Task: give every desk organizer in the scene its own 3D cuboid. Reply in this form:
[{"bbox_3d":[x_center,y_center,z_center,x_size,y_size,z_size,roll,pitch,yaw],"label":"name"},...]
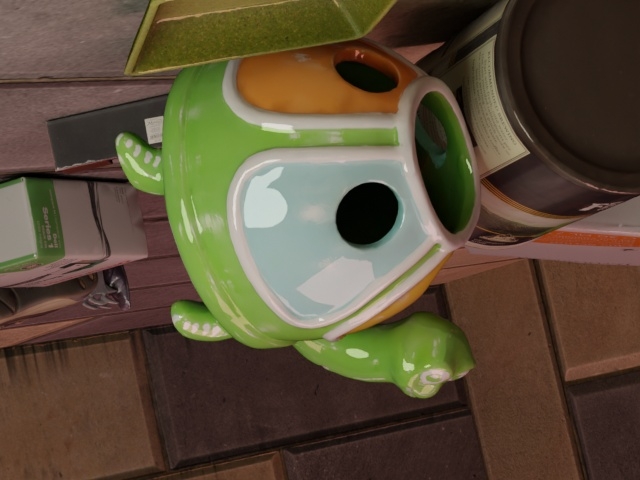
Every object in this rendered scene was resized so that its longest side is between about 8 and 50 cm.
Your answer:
[{"bbox_3d":[-0.179,-0.097,1.554,0.130,0.047,0.050,-12,176,1],"label":"desk organizer"}]

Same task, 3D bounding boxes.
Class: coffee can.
[{"bbox_3d":[0.193,-0.112,1.440,0.202,0.201,0.275,-10,174,-18],"label":"coffee can"}]

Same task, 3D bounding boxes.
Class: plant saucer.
[{"bbox_3d":[-0.040,-0.171,1.176,0.188,0.045,0.188,-11,173,-14],"label":"plant saucer"}]

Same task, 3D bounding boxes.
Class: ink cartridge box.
[{"bbox_3d":[-0.314,-0.006,1.870,0.160,0.092,0.219,-15,173,26],"label":"ink cartridge box"}]

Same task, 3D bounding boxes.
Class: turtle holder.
[{"bbox_3d":[0.005,-0.013,1.366,0.227,0.320,0.243,-8,-178,27],"label":"turtle holder"}]

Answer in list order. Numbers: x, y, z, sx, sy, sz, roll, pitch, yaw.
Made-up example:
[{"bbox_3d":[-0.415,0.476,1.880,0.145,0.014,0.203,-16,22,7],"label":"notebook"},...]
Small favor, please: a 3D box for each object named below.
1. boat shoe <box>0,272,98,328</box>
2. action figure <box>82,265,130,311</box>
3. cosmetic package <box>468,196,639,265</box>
[{"bbox_3d":[-0.422,0.067,2.028,0.130,0.132,0.355,-35,161,34],"label":"boat shoe"},{"bbox_3d":[-0.403,0.060,2.277,0.285,0.099,0.185,-4,175,-36],"label":"action figure"},{"bbox_3d":[0.267,-0.069,1.910,0.230,0.161,0.453,4,176,9],"label":"cosmetic package"}]
